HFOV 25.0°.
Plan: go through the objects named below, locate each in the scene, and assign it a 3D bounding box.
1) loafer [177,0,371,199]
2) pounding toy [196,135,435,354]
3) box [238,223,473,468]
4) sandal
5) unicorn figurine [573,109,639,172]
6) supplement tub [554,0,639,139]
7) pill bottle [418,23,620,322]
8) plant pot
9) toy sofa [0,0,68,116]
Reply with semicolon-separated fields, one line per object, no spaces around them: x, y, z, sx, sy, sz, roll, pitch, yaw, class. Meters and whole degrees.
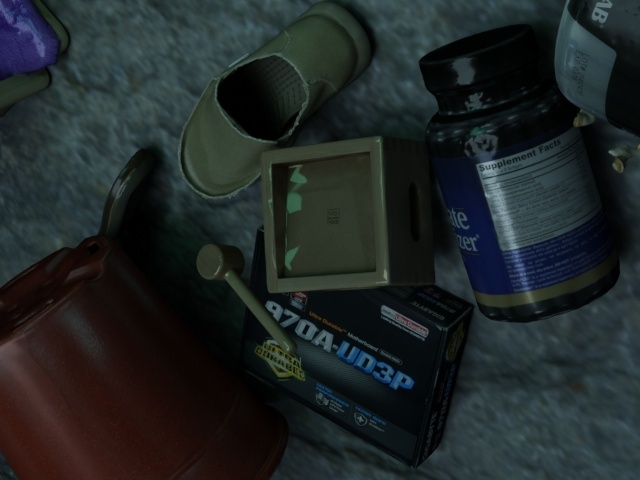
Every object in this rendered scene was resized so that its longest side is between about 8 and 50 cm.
-0.064;-0.120;1.318;0.102;0.092;0.268;51;134;5;loafer
-0.004;0.010;1.296;0.206;0.094;0.181;-5;86;34;pounding toy
0.028;0.095;1.390;0.220;0.051;0.175;28;128;25;box
-0.204;0.000;1.519;0.060;0.090;0.219;25;123;-1;sandal
0.255;-0.085;1.087;0.060;0.111;0.162;-40;72;54;unicorn figurine
0.330;-0.110;0.938;0.316;0.193;0.193;32;130;21;supplement tub
0.155;-0.055;1.157;0.123;0.123;0.219;-7;108;41;pill bottle
-0.216;0.156;1.430;0.272;0.272;0.265;-16;115;43;plant pot
-0.436;-0.281;1.489;0.177;0.150;0.362;-29;94;45;toy sofa
